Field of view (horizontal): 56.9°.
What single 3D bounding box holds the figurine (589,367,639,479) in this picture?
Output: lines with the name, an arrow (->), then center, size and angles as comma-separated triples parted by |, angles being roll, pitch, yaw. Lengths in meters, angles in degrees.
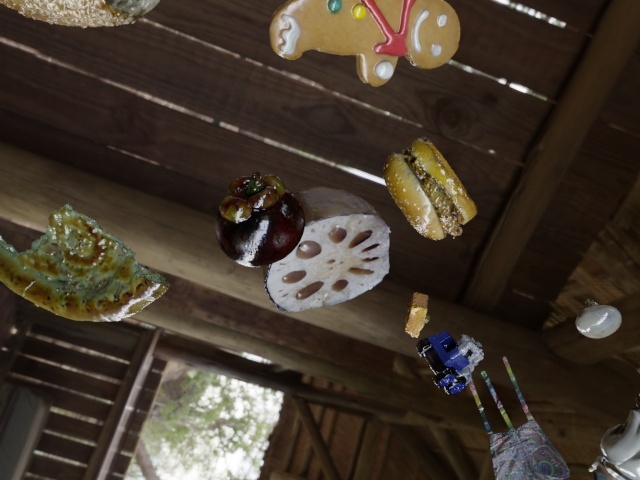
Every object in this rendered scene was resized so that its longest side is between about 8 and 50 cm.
figurine -> 0.409, 0.251, 0.725 | 0.153, 0.132, 0.132 | -56, -170, 10

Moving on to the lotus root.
lotus root -> 0.000, 0.000, 1.140 | 0.192, 0.273, 0.272 | -109, -145, -48

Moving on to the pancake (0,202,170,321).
pancake -> -0.395, 0.039, 0.931 | 0.054, 0.377, 0.197 | -37, 126, -66

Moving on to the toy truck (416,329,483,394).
toy truck -> 0.418, 0.363, 1.848 | 0.177, 0.213, 0.161 | -37, -131, 10

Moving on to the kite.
kite -> 0.403, 0.394, 1.245 | 0.015, 0.152, 0.285 | 46, 23, -82

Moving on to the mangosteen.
mangosteen -> -0.083, -0.035, 0.800 | 0.140, 0.140, 0.140 | -161, -90, -82

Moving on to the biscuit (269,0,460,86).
biscuit -> 0.093, -0.365, 0.960 | 0.047, 0.340, 0.215 | 38, -65, 62

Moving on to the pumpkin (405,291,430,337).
pumpkin -> 0.218, 0.167, 1.315 | 0.074, 0.054, 0.083 | -65, 170, -64

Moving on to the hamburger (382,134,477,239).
hamburger -> 0.191, -0.083, 1.036 | 0.118, 0.190, 0.182 | -39, 154, 13

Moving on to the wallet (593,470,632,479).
wallet -> 0.596, 0.478, 0.976 | 0.075, 0.251, 0.176 | 45, 44, -59

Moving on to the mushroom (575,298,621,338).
mushroom -> 0.552, 0.151, 1.183 | 0.079, 0.085, 0.085 | -87, -163, -48

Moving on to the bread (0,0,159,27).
bread -> -0.337, -0.351, 0.666 | 0.314, 0.192, 0.171 | 41, 48, -72
